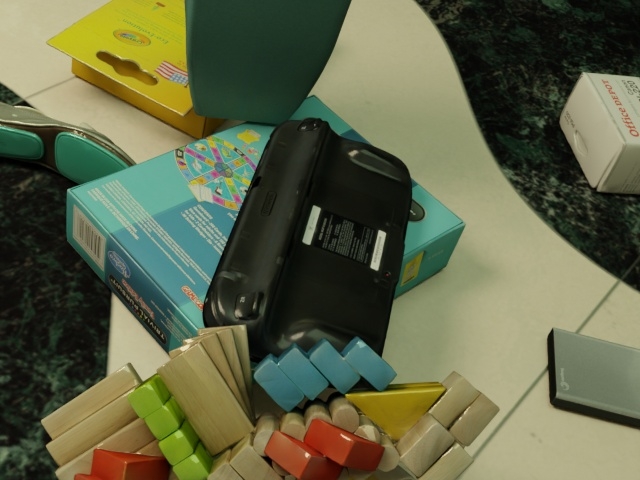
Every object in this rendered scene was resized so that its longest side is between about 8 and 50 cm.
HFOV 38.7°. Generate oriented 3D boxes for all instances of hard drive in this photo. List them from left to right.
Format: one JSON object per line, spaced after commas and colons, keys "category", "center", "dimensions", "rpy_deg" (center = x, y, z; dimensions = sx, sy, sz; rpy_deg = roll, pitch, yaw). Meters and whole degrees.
{"category": "hard drive", "center": [0.306, 0.147, 0.955], "dimensions": [0.135, 0.022, 0.094], "rpy_deg": [14, 44, -2]}

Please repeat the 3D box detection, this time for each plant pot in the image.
{"category": "plant pot", "center": [-0.071, -0.249, 0.970], "dimensions": [0.166, 0.234, 0.165], "rpy_deg": [4, 45, -15]}

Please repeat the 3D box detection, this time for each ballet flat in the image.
{"category": "ballet flat", "center": [-0.289, -0.111, 1.005], "dimensions": [0.213, 0.072, 0.068], "rpy_deg": [16, 40, 1]}

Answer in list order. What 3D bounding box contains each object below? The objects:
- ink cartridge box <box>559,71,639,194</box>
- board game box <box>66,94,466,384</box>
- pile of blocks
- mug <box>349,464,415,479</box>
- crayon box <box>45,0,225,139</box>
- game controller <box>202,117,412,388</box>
{"category": "ink cartridge box", "center": [0.459, -0.143, 1.240], "dimensions": [0.218, 0.092, 0.158], "rpy_deg": [1, 46, -13]}
{"category": "board game box", "center": [-0.053, -0.009, 0.965], "dimensions": [0.336, 0.079, 0.254], "rpy_deg": [-27, 59, -36]}
{"category": "pile of blocks", "center": [-0.039, 0.138, 0.700], "dimensions": [0.362, 0.112, 0.148], "rpy_deg": [-9, 90, -3]}
{"category": "mug", "center": [0.035, 0.206, 0.788], "dimensions": [0.078, 0.062, 0.064], "rpy_deg": [16, 22, -51]}
{"category": "crayon box", "center": [-0.172, -0.249, 1.167], "dimensions": [0.202, 0.081, 0.318], "rpy_deg": [29, 45, 12]}
{"category": "game controller", "center": [0.000, 0.000, 0.883], "dimensions": [0.167, 0.067, 0.319], "rpy_deg": [27, 44, -10]}
